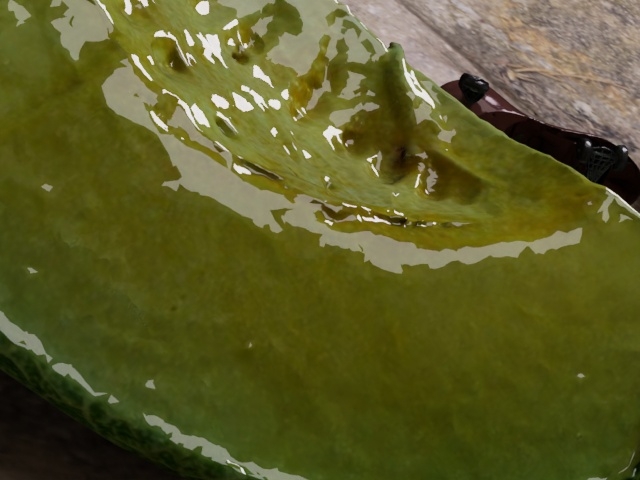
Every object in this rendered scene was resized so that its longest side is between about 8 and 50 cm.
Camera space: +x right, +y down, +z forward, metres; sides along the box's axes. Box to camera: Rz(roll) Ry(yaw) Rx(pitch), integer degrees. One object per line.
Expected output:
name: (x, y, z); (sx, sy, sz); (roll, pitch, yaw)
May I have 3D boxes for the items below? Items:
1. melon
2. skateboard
melon: (0.000, 0.000, 0.791); (0.343, 0.226, 0.331); (47, 22, 8)
skateboard: (0.135, -0.059, 1.140); (0.151, 0.067, 0.080); (20, 10, -16)
